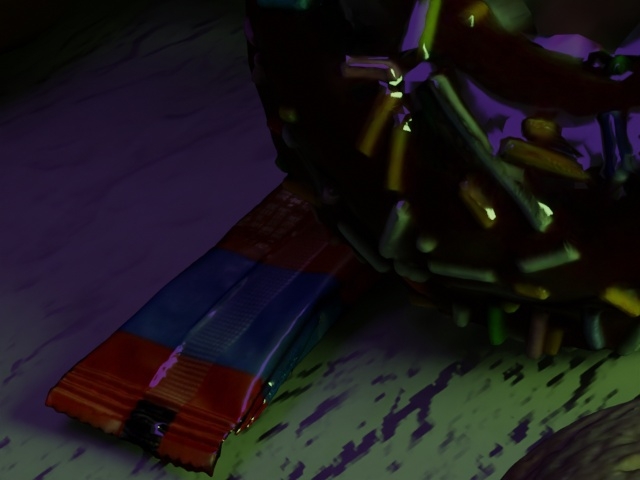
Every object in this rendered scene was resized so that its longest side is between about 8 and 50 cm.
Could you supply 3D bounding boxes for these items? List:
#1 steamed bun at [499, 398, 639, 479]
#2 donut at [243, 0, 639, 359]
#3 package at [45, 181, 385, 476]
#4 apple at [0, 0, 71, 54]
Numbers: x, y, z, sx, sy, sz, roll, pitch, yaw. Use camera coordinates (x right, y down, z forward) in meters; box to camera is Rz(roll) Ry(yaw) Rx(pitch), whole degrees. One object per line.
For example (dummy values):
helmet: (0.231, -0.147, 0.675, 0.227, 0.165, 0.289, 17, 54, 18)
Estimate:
steamed bun: (0.080, 0.112, 0.312, 0.106, 0.145, 0.175, -11, 39, 17)
donut: (0.083, -0.082, 0.537, 0.235, 0.235, 0.089, -19, -11, 8)
package: (0.000, 0.000, 0.640, 0.083, 0.022, 0.200, 14, 49, 45)
apple: (-0.193, -0.158, 0.844, 0.199, 0.199, 0.199, -17, 33, 11)
